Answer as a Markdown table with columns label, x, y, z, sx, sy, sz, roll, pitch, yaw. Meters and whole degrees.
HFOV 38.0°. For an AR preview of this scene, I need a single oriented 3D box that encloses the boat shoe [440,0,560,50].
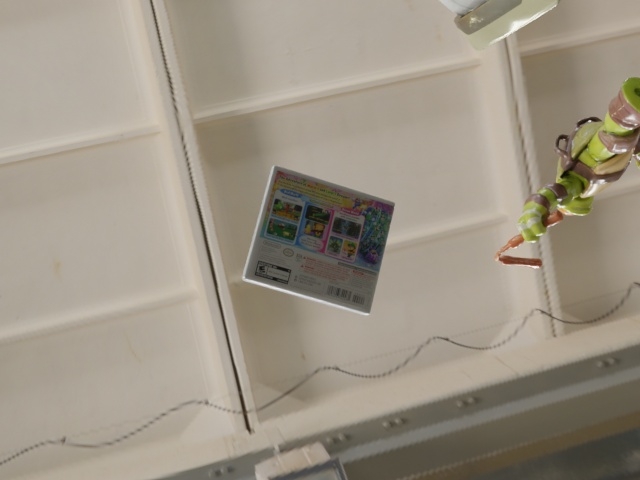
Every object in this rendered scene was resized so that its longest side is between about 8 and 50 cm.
| label | x | y | z | sx | sy | sz | roll | pitch | yaw |
| --- | --- | --- | --- | --- | --- | --- | --- | --- | --- |
| boat shoe | 0.152 | -0.208 | 0.479 | 0.103 | 0.302 | 0.113 | 49 | -128 | -9 |

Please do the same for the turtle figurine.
| label | x | y | z | sx | sy | sz | roll | pitch | yaw |
| --- | --- | --- | --- | --- | --- | --- | --- | --- | --- |
| turtle figurine | 0.278 | -0.088 | 0.877 | 0.270 | 0.217 | 0.087 | -24 | -112 | -28 |

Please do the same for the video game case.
| label | x | y | z | sx | sy | sz | roll | pitch | yaw |
| --- | --- | --- | --- | --- | --- | --- | --- | --- | --- |
| video game case | 0.000 | 0.000 | 1.102 | 0.157 | 0.019 | 0.143 | 17 | -105 | -10 |
